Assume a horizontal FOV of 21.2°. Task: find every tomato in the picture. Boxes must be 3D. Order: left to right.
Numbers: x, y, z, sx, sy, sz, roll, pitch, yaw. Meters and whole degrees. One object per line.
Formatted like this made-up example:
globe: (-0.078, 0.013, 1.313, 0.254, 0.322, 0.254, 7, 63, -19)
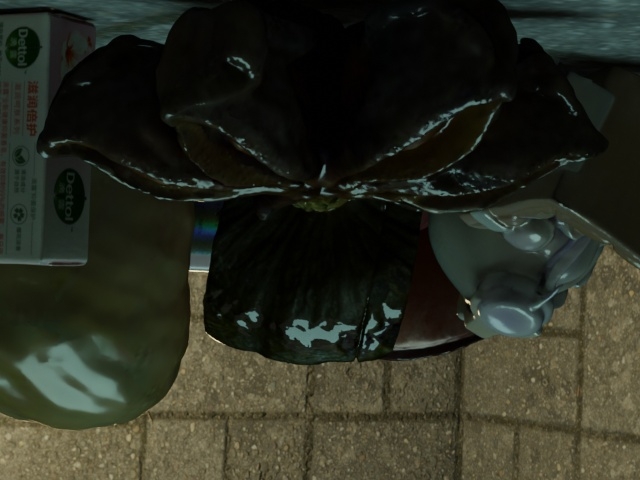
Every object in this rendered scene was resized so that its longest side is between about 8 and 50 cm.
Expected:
tomato: (0.083, -0.021, 1.308, 0.199, 0.112, 0.228, -17, -145, 5)

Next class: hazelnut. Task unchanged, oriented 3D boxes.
hazelnut: (-0.191, 0.017, 1.281, 0.261, 0.261, 0.241, 2, -166, 17)

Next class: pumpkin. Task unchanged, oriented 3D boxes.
pumpkin: (-0.001, 0.000, 1.071, 0.131, 0.126, 0.248, 15, 151, 9)

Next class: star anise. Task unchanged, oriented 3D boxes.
star anise: (0.000, -0.066, 0.770, 0.214, 0.099, 0.220, -18, 161, 40)

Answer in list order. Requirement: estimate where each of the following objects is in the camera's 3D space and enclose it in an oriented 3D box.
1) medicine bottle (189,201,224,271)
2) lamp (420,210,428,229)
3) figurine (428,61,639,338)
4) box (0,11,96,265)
medicine bottle: (-0.173, -0.034, 1.492, 0.219, 0.115, 0.078, 3, 179, -17)
lamp: (0.039, -0.047, 1.204, 0.107, 0.092, 0.107, 19, -154, -9)
figurine: (0.145, -0.019, 1.025, 0.141, 0.162, 0.237, 28, 158, -11)
box: (-0.162, -0.050, 0.856, 0.089, 0.125, 0.043, 3, 180, 26)
